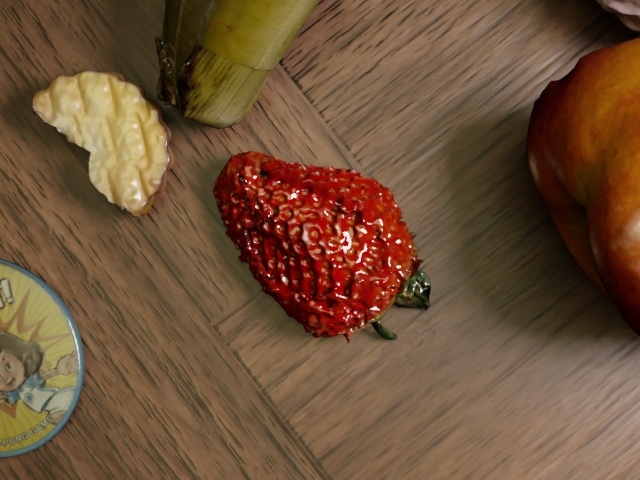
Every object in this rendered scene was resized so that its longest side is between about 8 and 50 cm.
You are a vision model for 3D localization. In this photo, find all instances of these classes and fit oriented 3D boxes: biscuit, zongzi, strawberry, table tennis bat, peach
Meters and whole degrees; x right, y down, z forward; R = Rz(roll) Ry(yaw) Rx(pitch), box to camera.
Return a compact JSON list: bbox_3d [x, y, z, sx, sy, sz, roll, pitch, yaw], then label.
[{"bbox_3d":[-0.231,-0.120,1.087,0.118,0.061,0.183,-37,88,-3],"label":"biscuit"},{"bbox_3d":[-0.137,-0.309,1.067,0.300,0.145,0.274,47,114,25],"label":"zongzi"},{"bbox_3d":[0.000,0.000,1.052,0.286,0.106,0.188,33,86,4],"label":"strawberry"},{"bbox_3d":[-0.411,0.100,1.087,0.215,0.044,0.329,-42,88,-1],"label":"table tennis bat"},{"bbox_3d":[0.410,-0.043,0.931,0.405,0.335,0.310,-2,82,2],"label":"peach"}]

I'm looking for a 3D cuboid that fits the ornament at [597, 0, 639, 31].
[{"bbox_3d":[0.388,-0.334,1.000,0.259,0.225,0.260,-10,45,10],"label":"ornament"}]
